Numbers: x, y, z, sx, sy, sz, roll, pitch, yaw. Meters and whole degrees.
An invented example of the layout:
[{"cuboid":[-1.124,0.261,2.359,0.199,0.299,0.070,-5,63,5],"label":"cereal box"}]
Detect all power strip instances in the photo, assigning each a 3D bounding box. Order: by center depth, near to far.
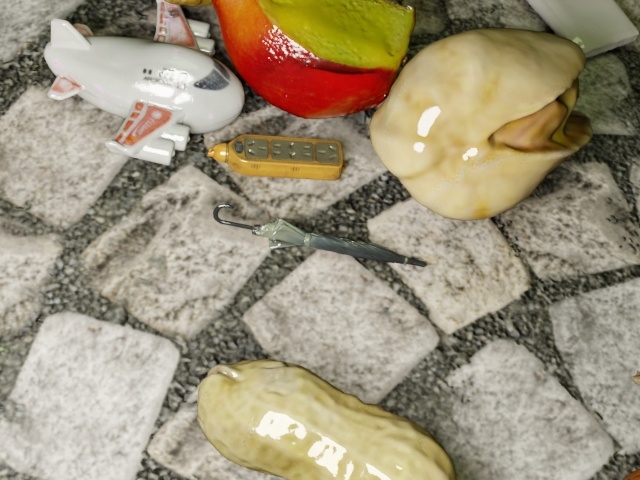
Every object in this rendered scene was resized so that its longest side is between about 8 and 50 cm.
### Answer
[{"cuboid":[-0.054,-0.105,1.488,0.178,0.028,0.049,3,57,-10],"label":"power strip"}]

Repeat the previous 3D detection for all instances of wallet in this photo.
[{"cuboid":[0.371,-0.344,1.738,0.124,0.032,0.183,-22,62,-24],"label":"wallet"}]

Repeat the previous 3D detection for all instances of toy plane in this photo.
[{"cuboid":[-0.216,-0.203,1.465,0.252,0.118,0.252,7,58,-11],"label":"toy plane"}]

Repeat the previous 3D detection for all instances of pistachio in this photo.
[{"cuboid":[0.204,-0.152,1.465,0.321,0.229,0.238,-26,32,-35],"label":"pistachio"}]

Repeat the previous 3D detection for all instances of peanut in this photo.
[{"cuboid":[0.002,0.211,1.235,0.290,0.130,0.130,27,55,13],"label":"peanut"}]

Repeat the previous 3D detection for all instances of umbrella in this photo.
[{"cuboid":[-0.002,0.004,1.430,0.269,0.044,0.044,16,29,-13],"label":"umbrella"}]

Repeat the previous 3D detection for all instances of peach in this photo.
[{"cuboid":[-0.027,-0.240,1.498,0.267,0.158,0.153,15,50,-18],"label":"peach"}]

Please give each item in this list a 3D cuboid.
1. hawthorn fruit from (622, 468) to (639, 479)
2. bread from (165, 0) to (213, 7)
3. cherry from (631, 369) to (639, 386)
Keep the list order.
[{"cuboid":[0.366,0.336,1.220,0.203,0.162,0.163,47,59,7],"label":"hawthorn fruit"},{"cuboid":[-0.160,-0.357,1.546,0.114,0.083,0.211,36,21,19],"label":"bread"},{"cuboid":[0.470,0.192,1.359,0.148,0.115,0.188,-39,66,-10],"label":"cherry"}]
